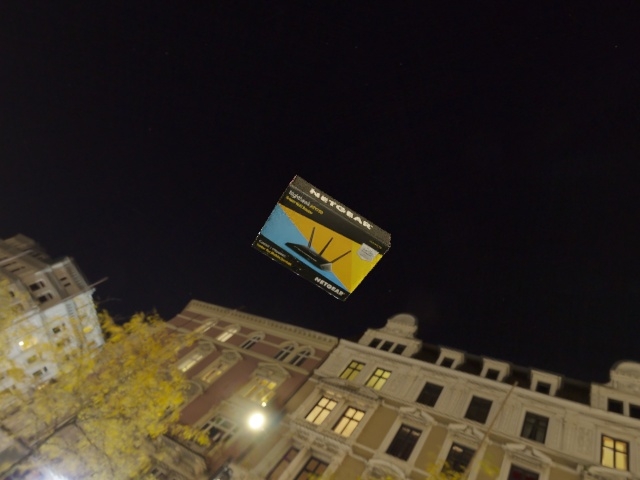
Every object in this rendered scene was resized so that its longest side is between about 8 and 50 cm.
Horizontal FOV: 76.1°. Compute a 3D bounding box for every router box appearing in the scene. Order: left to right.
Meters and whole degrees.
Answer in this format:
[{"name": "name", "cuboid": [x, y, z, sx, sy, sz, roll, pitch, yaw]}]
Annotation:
[{"name": "router box", "cuboid": [0.000, 0.000, 0.651, 0.179, 0.046, 0.133, 31, -61, -7]}]
